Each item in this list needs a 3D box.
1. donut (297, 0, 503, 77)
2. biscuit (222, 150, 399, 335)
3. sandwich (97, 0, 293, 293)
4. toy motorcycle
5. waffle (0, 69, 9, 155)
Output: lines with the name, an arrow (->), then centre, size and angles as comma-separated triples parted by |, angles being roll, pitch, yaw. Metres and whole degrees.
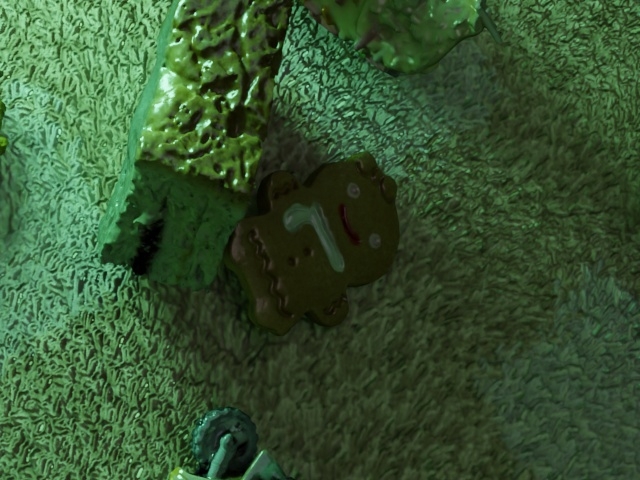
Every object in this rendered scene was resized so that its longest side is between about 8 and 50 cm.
donut -> -0.002, -0.325, 1.693 | 0.371, 0.307, 0.150 | 33, 99, -31
biscuit -> 0.002, 0.000, 1.722 | 0.249, 0.035, 0.184 | -29, 101, -37
sandwich -> -0.130, -0.110, 1.593 | 0.131, 0.262, 0.325 | 15, 73, -10
toy motorcycle -> -0.076, 0.285, 1.617 | 0.130, 0.094, 0.229 | -42, 108, -22
waffle -> -0.443, -0.102, 1.576 | 0.254, 0.052, 0.245 | 10, 74, -19
